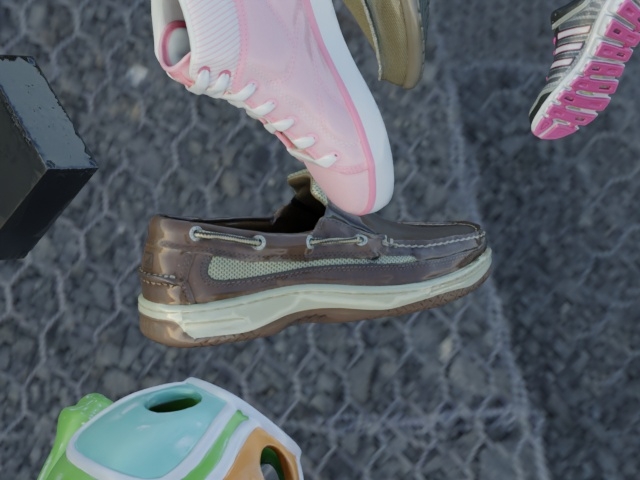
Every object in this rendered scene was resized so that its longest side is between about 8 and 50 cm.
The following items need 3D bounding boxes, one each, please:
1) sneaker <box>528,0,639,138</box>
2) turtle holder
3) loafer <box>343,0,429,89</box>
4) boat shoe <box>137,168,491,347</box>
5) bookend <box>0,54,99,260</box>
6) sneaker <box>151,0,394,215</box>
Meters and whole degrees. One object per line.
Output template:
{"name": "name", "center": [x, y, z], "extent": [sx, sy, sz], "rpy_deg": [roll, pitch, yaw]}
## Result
{"name": "sneaker", "center": [0.236, -0.172, 1.458], "extent": [0.063, 0.170, 0.075], "rpy_deg": [7, 33, -36]}
{"name": "turtle holder", "center": [-0.146, 0.257, 1.539], "extent": [0.243, 0.320, 0.227], "rpy_deg": [37, 75, -11]}
{"name": "loafer", "center": [0.022, -0.138, 0.770], "extent": [0.050, 0.148, 0.056], "rpy_deg": [-5, 36, 12]}
{"name": "boat shoe", "center": [0.004, 0.001, 1.038], "extent": [0.257, 0.095, 0.095], "rpy_deg": [-10, 104, -33]}
{"name": "bookend", "center": [-0.333, -0.086, 1.688], "extent": [0.072, 0.157, 0.156], "rpy_deg": [-5, 55, -52]}
{"name": "sneaker", "center": [-0.023, -0.059, 0.608], "extent": [0.070, 0.051, 0.134], "rpy_deg": [-31, 116, -21]}
